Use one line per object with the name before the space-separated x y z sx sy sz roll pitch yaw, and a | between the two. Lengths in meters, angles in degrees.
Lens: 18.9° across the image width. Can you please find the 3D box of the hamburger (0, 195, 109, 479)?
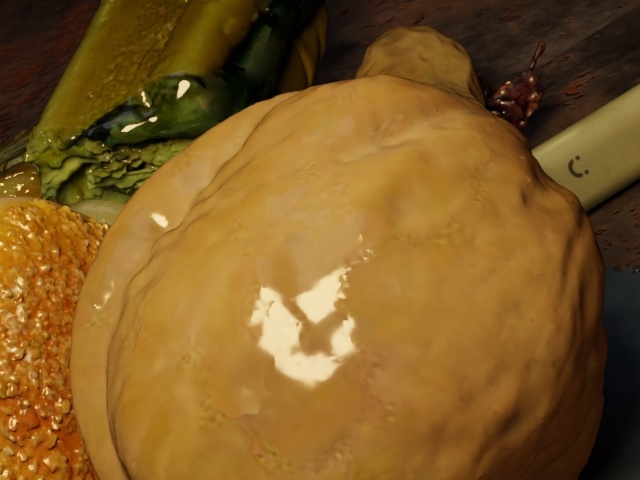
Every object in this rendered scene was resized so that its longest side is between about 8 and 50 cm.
hamburger | -0.225 0.111 1.483 0.170 0.302 0.302 -26 20 36

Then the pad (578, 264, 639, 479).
pad | 0.211 0.098 1.424 0.269 0.012 0.269 3 37 47

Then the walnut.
walnut | 0.018 0.077 1.275 0.381 0.381 0.381 -21 25 10

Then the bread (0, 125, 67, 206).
bread | -0.289 -0.062 2.082 0.257 0.124 0.186 -36 26 -25

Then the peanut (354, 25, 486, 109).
peanut | 0.096 -0.089 1.699 0.130 0.130 0.290 -23 33 6

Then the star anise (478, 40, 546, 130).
star anise | 0.169 -0.124 1.825 0.097 0.070 0.191 4 57 51

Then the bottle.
bottle | 0.268 -0.090 1.669 0.201 0.072 0.072 -32 25 -12

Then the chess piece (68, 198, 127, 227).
chess piece | -0.227 0.094 1.721 0.144 0.144 0.251 -11 35 29

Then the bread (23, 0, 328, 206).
bread | -0.130 -0.163 1.964 0.251 0.208 0.376 -9 40 24
